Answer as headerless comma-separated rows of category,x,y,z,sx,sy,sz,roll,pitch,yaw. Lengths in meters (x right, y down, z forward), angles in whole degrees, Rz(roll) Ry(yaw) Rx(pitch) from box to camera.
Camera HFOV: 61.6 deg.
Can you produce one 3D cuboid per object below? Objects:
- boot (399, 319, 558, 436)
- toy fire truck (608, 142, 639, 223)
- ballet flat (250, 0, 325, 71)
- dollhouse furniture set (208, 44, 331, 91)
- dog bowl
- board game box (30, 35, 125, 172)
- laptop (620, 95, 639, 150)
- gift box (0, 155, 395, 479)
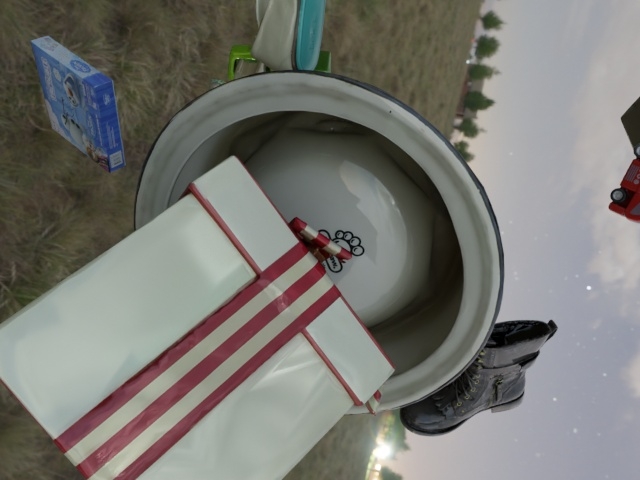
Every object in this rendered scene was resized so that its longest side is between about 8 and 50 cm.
boot,0.259,0.225,0.919,0.229,0.263,0.091,81,-10,-47
toy fire truck,0.459,-0.094,0.654,0.047,0.135,0.192,-7,123,-41
ballet flat,-0.024,-0.304,0.576,0.086,0.086,0.248,-50,158,-67
dollhouse furniture set,-0.086,-0.200,0.928,0.301,0.198,0.151,-85,178,-47
dog bowl,0.000,0.000,0.632,0.150,0.408,0.407,-56,156,-60
board game box,-0.213,-0.119,0.475,0.020,0.090,0.090,-38,153,-37
laptop,0.701,-0.115,0.847,0.236,0.408,0.381,-12,80,-40
gift box,-0.102,0.105,0.505,0.258,0.276,0.255,-41,-166,-23
